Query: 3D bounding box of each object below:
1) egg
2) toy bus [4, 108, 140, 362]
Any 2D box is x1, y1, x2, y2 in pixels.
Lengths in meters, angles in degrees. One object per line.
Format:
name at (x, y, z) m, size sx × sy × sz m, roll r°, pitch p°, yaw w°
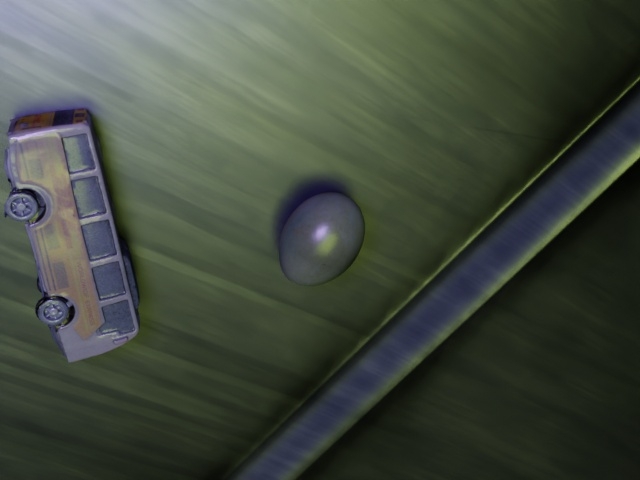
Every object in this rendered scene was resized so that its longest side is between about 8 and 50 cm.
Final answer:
egg at (0.000, 0.000, 1.109) m, size 0.114 × 0.114 × 0.152 m, roll 30°, pitch 109°, yaw -24°
toy bus at (-0.338, -0.004, 1.046) m, size 0.138 × 0.097 × 0.342 m, roll -14°, pitch 118°, yaw -13°
